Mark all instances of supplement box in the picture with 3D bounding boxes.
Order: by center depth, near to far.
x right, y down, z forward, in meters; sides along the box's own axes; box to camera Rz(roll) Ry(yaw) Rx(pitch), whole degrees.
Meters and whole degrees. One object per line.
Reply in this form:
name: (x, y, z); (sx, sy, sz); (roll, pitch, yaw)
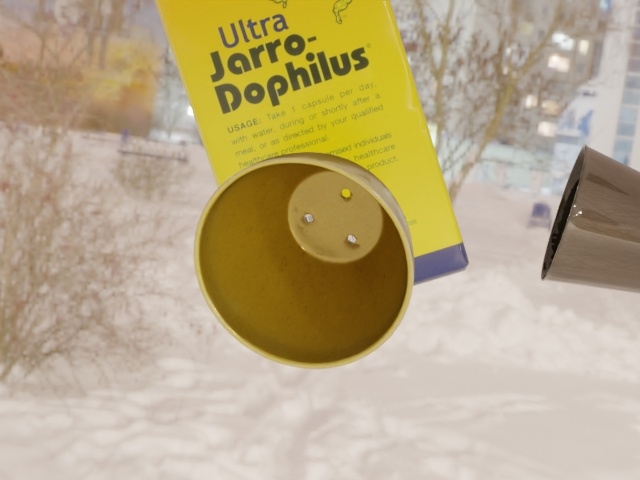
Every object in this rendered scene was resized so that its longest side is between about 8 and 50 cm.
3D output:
supplement box: (-0.010, -0.128, 0.913); (0.195, 0.357, 0.194); (-17, 9, 4)

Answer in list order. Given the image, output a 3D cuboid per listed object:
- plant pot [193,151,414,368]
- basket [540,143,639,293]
plant pot: (0.000, 0.000, 0.612); (0.134, 0.134, 0.095); (9, 22, 12)
basket: (0.451, -0.007, 1.365); (0.226, 0.204, 0.154); (17, -4, 6)
